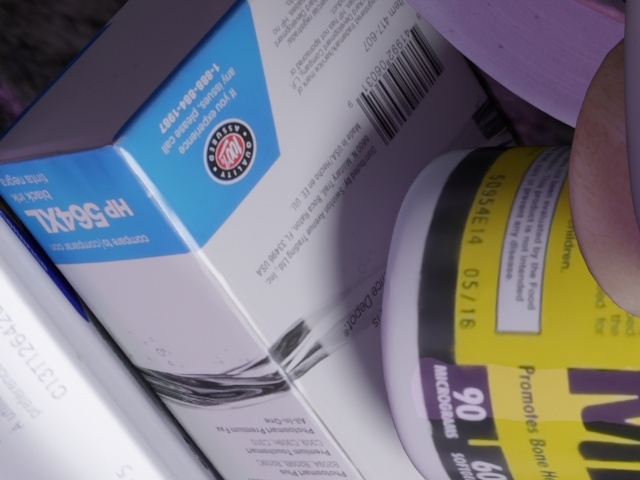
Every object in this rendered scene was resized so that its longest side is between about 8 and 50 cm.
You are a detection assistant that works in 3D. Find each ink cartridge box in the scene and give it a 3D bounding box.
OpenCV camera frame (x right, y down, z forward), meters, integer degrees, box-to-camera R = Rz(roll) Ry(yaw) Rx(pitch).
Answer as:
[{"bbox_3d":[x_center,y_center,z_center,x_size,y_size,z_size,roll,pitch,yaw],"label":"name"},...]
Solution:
[{"bbox_3d":[-0.137,0.014,0.798,0.303,0.072,0.307,53,175,-20],"label":"ink cartridge box"},{"bbox_3d":[0.000,0.000,0.707,0.086,0.148,0.203,-5,127,46],"label":"ink cartridge box"}]

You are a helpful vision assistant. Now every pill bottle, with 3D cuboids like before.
[{"bbox_3d":[0.135,0.027,0.613,0.208,0.119,0.119,-1,132,27],"label":"pill bottle"}]

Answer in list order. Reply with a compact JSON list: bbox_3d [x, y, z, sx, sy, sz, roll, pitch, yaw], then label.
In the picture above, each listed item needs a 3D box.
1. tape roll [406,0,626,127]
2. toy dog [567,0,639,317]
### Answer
[{"bbox_3d":[0.101,-0.121,0.531,0.219,0.072,0.219,26,146,19],"label":"tape roll"},{"bbox_3d":[0.080,-0.063,0.405,0.333,0.161,0.220,49,146,-16],"label":"toy dog"}]
